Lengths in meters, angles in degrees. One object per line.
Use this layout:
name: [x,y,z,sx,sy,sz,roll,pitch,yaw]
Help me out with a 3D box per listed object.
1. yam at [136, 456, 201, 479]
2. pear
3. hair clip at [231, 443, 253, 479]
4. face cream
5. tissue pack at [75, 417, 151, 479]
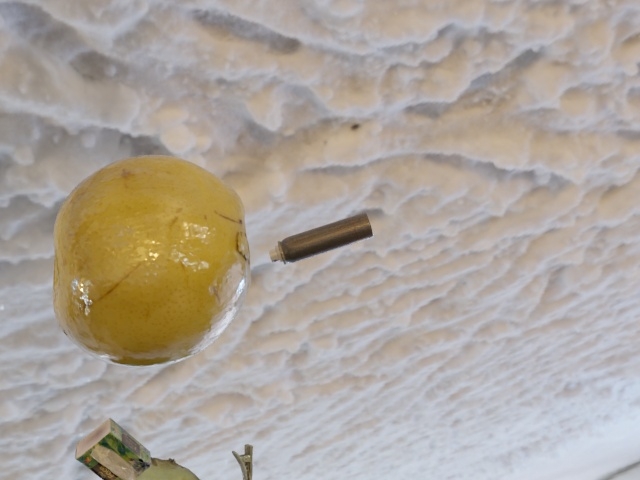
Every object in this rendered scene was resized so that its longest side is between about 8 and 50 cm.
yam: [-0.382,0.607,1.456,0.195,0.195,0.300,16,118,-44]
pear: [-0.271,0.033,1.149,0.349,0.348,0.348,-14,150,-8]
hair clip: [-0.144,0.441,1.317,0.039,0.115,0.030,-1,171,-26]
face cream: [0.000,0.000,1.897,0.284,0.073,0.073,-18,151,-1]
tissue pack: [-0.380,0.401,1.302,0.085,0.079,0.111,-39,114,0]
